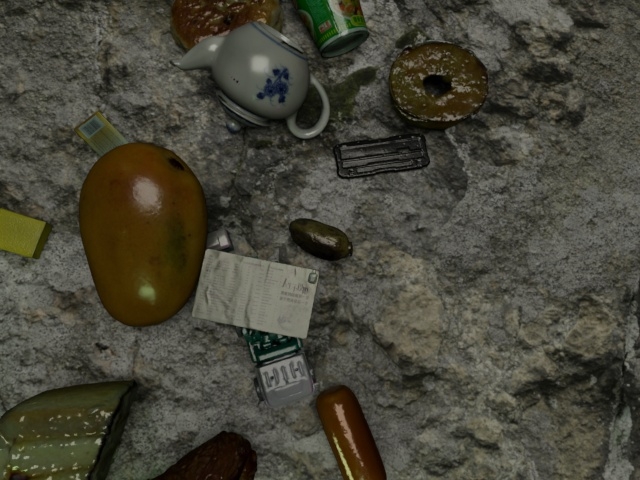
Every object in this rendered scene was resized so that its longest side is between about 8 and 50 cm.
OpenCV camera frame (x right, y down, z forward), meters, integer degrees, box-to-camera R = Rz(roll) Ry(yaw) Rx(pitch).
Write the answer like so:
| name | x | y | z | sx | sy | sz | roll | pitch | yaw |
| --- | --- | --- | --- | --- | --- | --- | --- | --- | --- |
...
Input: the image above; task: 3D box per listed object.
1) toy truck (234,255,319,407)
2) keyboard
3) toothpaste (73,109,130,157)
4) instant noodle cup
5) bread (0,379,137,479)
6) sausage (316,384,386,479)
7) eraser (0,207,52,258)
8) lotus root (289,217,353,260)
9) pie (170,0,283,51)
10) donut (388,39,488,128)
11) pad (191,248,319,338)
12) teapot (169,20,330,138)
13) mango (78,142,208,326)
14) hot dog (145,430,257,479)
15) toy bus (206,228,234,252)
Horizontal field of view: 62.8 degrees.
| name | x | y | z | sx | sy | sz | roll | pitch | yaw |
| --- | --- | --- | --- | --- | --- | --- | --- | --- | --- |
| toy truck | -0.121 | 0.216 | 1.257 | 0.177 | 0.178 | 0.363 | -16 | 84 | -8 |
| keyboard | 0.169 | -0.231 | 1.442 | 0.263 | 0.016 | 0.106 | -9 | 80 | -6 |
| toothpaste | -0.488 | -0.194 | 1.349 | 0.313 | 0.071 | 0.089 | 45 | 77 | 4 |
| instant noodle cup | 0.023 | -0.635 | 1.427 | 0.207 | 0.207 | 0.232 | -23 | 91 | -9 |
| bread | -0.589 | 0.468 | 1.132 | 0.264 | 0.239 | 0.395 | 17 | 78 | -2 |
| sausage | 0.076 | 0.486 | 1.262 | 0.105 | 0.105 | 0.274 | -21 | 82 | -9 |
| eraser | -0.749 | -0.016 | 1.305 | 0.122 | 0.045 | 0.097 | 16 | 79 | -3 |
| lotus root | 0.000 | 0.000 | 1.348 | 0.179 | 0.089 | 0.080 | 21 | 36 | 3 |
| pie | -0.258 | -0.626 | 1.440 | 0.315 | 0.092 | 0.315 | 1 | 79 | -3 |
| donut | 0.314 | -0.418 | 1.451 | 0.272 | 0.107 | 0.272 | 0 | 76 | -1 |
| pad | -0.145 | 0.119 | 1.173 | 0.265 | 0.009 | 0.159 | 11 | 85 | 1 |
| teapot | -0.165 | -0.394 | 1.342 | 0.424 | 0.252 | 0.280 | 24 | 114 | -23 |
| mango | -0.407 | 0.000 | 1.202 | 0.300 | 0.232 | 0.445 | 17 | 109 | 14 |
| hot dog | -0.303 | 0.578 | 1.134 | 0.388 | 0.267 | 0.174 | -30 | 58 | -18 |
| toy bus | -0.286 | 0.014 | 1.326 | 0.123 | 0.075 | 0.060 | -19 | 82 | -9 |
